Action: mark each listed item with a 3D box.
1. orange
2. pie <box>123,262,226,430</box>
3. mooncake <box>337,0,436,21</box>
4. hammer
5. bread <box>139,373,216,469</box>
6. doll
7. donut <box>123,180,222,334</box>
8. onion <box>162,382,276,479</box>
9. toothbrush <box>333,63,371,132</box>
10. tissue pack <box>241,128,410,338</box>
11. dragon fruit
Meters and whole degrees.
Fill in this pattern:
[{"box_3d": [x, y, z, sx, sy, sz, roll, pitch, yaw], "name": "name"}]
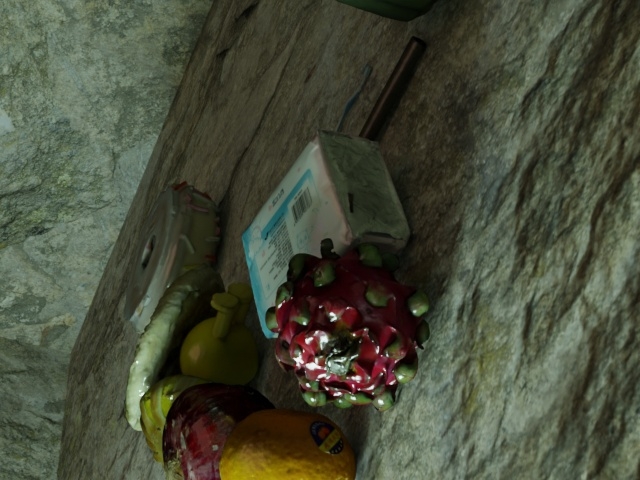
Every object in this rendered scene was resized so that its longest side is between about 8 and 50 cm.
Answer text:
[{"box_3d": [-0.042, 0.293, 1.261, 0.177, 0.178, 0.155, -147, 63, -70], "name": "orange"}, {"box_3d": [-0.267, 0.208, 1.856, 0.339, 0.077, 0.339, -57, -19, -32], "name": "pie"}, {"box_3d": [0.126, -0.494, 1.409, 0.351, 0.188, 0.351, -163, 90, -76], "name": "mooncake"}, {"box_3d": [0.067, -0.151, 1.531, 0.365, 0.044, 0.111, -62, 23, 24], "name": "hammer"}, {"box_3d": [-0.222, 0.329, 1.658, 0.213, 0.213, 0.104, -56, -4, 40], "name": "bread"}, {"box_3d": [-0.187, 0.249, 1.780, 0.199, 0.145, 0.362, -30, -38, -56], "name": "doll"}, {"box_3d": [-0.346, 0.048, 2.319, 0.382, 0.143, 0.382, -51, 29, 44], "name": "donut"}, {"box_3d": [-0.142, 0.330, 1.476, 0.246, 0.190, 0.246, 4, 95, 57], "name": "onion"}, {"box_3d": [0.050, -0.229, 1.680, 0.162, 0.014, 0.017, -64, 36, 24], "name": "toothbrush"}, {"box_3d": [-0.001, -0.002, 1.420, 0.271, 0.124, 0.201, -51, 48, 44], "name": "tissue pack"}, {"box_3d": [0.022, 0.118, 1.228, 0.198, 0.218, 0.273, -41, -7, -35], "name": "dragon fruit"}]
